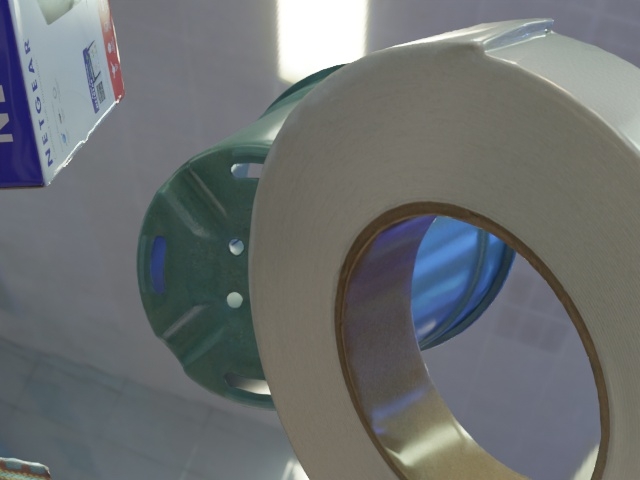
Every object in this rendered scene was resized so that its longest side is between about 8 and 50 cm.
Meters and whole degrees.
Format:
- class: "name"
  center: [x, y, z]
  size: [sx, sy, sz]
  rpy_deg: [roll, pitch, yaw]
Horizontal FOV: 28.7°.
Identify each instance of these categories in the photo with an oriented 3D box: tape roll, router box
- class: "tape roll"
  center: [0.105, 0.067, 0.745]
  size: [0.392, 0.072, 0.392]
  rpy_deg: [24, -56, 41]
- class: "router box"
  center: [-0.294, -0.255, 1.239]
  size: [0.082, 0.301, 0.336]
  rpy_deg: [-3, -66, 8]

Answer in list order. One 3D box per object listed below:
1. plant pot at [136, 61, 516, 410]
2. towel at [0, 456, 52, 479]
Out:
- class: "plant pot"
  center: [0.000, 0.000, 1.272]
  size: [0.341, 0.341, 0.334]
  rpy_deg: [13, 16, 19]
- class: "towel"
  center: [-0.330, 0.216, 0.643]
  size: [0.370, 0.272, 0.040]
  rpy_deg: [14, -28, -25]
